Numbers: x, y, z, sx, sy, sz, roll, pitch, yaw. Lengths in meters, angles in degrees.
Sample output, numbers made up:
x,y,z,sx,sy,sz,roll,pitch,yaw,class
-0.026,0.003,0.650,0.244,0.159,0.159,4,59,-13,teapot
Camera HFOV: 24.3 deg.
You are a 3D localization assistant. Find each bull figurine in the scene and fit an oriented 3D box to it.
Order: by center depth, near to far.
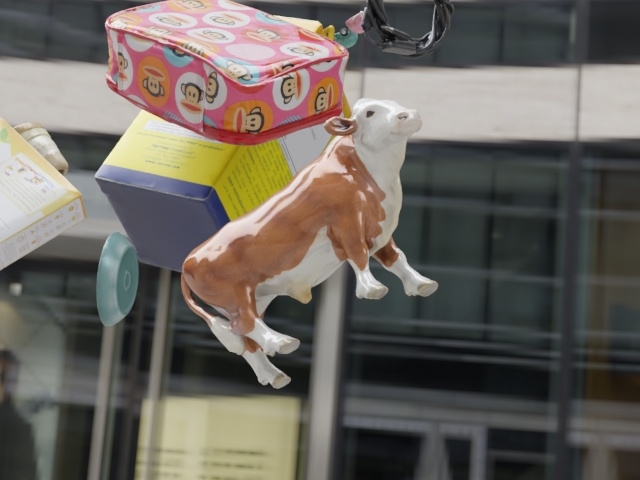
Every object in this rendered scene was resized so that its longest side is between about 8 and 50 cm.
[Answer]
x,y,z,sx,sy,sz,roll,pitch,yaw,class
0.000,0.000,1.452,0.310,0.188,0.101,-36,-29,20,bull figurine

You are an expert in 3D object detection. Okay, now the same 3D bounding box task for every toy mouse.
x,y,z,sx,sy,sz,roll,pitch,yaw,class
0.048,-0.352,2.522,0.143,0.031,0.161,-21,-6,-43,toy mouse

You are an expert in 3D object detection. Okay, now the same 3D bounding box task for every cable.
x,y,z,sx,sy,sz,roll,pitch,yaw,class
0.127,-0.344,2.166,0.047,0.150,0.184,-3,-1,45,cable

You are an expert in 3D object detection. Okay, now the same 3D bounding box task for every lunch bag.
x,y,z,sx,sy,sz,roll,pitch,yaw,class
-0.113,-0.235,1.951,0.293,0.120,0.258,27,36,36,lunch bag

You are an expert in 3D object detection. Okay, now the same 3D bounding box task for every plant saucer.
x,y,z,sx,sy,sz,roll,pitch,yaw,class
-0.249,0.049,1.848,0.021,0.119,0.119,5,-11,10,plant saucer

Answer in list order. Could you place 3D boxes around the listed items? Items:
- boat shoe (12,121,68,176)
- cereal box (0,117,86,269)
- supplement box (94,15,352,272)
x,y,z,sx,sy,sz,roll,pitch,yaw,class
-0.454,-0.033,2.123,0.109,0.098,0.302,-19,-27,-55,boat shoe
-0.404,-0.025,1.630,0.173,0.240,0.047,42,-28,32,cereal box
-0.132,-0.141,2.150,0.195,0.356,0.194,13,-35,28,supplement box
